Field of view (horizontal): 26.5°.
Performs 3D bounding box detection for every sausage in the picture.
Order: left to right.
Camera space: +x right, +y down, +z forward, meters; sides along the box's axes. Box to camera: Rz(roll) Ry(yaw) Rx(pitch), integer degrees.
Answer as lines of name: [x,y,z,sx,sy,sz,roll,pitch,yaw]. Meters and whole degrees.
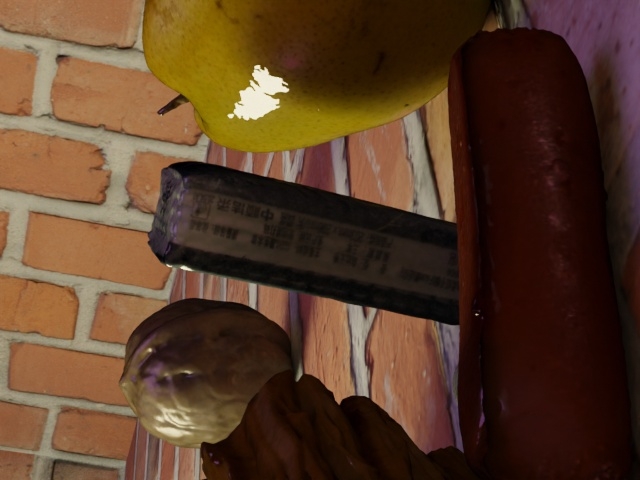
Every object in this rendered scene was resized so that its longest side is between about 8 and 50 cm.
sausage: [0.131,0.010,0.837,0.102,0.102,0.330,118,157,-57]

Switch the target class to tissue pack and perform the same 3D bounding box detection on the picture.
tissue pack: [0.000,0.000,1.074,0.185,0.257,0.081,-159,82,-78]

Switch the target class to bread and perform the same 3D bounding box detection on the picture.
bread: [0.053,0.275,0.777,0.314,0.191,0.370,-131,36,-68]

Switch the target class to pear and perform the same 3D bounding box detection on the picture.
pear: [-0.002,-0.213,1.171,0.285,0.285,0.336,-110,41,-68]

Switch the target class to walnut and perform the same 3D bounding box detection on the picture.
walnut: [-0.148,0.171,1.743,0.224,0.224,0.224,-170,90,-78]

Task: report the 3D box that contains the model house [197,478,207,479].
model house: [-0.039,0.274,1.145,0.189,0.214,0.195,-17,-58,-60]

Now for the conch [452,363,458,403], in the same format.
conch: [0.124,0.089,0.901,0.076,0.056,0.085,-64,12,0]
